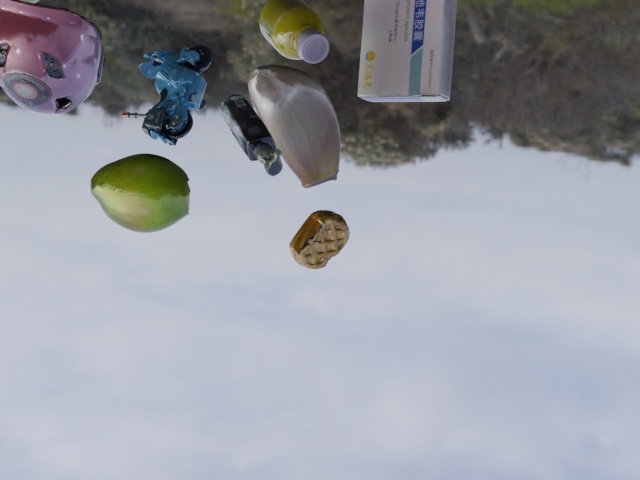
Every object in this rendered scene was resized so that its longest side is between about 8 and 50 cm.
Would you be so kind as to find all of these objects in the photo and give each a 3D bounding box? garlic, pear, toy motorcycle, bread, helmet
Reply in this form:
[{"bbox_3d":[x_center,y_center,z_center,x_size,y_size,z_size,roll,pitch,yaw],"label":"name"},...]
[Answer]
[{"bbox_3d":[-0.042,-0.244,2.061,0.143,0.318,0.112,-32,-149,-6],"label":"garlic"},{"bbox_3d":[-0.415,-0.109,2.308,0.220,0.187,0.187,-3,-171,-16],"label":"pear"},{"bbox_3d":[-0.377,-0.369,2.503,0.182,0.272,0.123,8,163,19],"label":"toy motorcycle"},{"bbox_3d":[0.000,0.000,1.713,0.083,0.110,0.044,35,-171,-33],"label":"bread"},{"bbox_3d":[-0.465,-0.293,1.665,0.198,0.154,0.253,13,178,1],"label":"helmet"}]

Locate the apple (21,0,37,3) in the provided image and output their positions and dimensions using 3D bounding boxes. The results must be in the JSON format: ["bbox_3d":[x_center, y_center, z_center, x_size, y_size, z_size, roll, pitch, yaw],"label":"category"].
[{"bbox_3d":[-0.622,-0.586,2.067,0.200,0.200,0.200,3,-172,0],"label":"apple"}]

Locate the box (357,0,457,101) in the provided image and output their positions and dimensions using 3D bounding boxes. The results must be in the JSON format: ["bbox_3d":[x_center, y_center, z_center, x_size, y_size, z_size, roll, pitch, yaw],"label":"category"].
[{"bbox_3d":[0.192,-0.476,2.189,0.200,0.343,0.065,5,-179,31],"label":"box"}]

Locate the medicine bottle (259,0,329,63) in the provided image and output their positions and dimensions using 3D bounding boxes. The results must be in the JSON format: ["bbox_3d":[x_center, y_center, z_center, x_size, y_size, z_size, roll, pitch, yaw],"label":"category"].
[{"bbox_3d":[-0.049,-0.457,2.219,0.122,0.121,0.212,-1,-151,-23],"label":"medicine bottle"}]

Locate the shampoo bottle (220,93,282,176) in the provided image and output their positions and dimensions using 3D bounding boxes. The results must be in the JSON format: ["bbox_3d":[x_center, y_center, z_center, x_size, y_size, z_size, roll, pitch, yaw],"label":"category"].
[{"bbox_3d":[-0.122,-0.193,1.845,0.057,0.063,0.207,-20,-133,-17],"label":"shampoo bottle"}]
